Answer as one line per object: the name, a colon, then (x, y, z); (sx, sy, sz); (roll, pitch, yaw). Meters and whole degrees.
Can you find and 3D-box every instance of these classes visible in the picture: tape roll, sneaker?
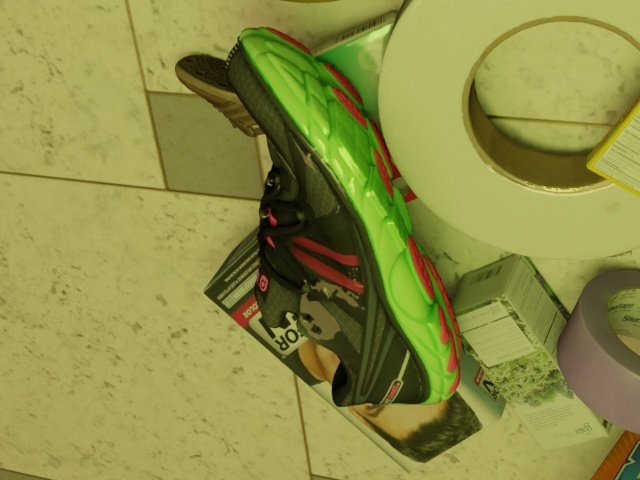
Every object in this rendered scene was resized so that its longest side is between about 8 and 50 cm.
tape roll: (0.370, 0.125, 1.273); (0.189, 0.189, 0.080); (23, 131, 9)
sneaker: (-0.095, -0.160, 1.366); (0.188, 0.066, 0.071); (24, 129, 8)
sneaker: (0.000, 0.000, 1.236); (0.202, 0.185, 0.483); (-19, 110, 13)
tape roll: (0.254, -0.150, 1.170); (0.392, 0.072, 0.392); (7, 128, 9)

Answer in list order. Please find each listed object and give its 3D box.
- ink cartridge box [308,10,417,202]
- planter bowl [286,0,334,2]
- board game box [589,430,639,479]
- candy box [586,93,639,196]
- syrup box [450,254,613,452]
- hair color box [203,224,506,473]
ink cartridge box: (0.052, -0.127, 1.299); (0.181, 0.056, 0.225); (-23, 111, 16)
planter bowl: (-0.036, -0.339, 1.169); (0.217, 0.090, 0.217); (10, 165, 3)
board game box: (0.500, 0.425, 1.247); (0.356, 0.356, 0.356); (53, 153, -16)
candy box: (0.384, -0.067, 1.137); (0.206, 0.027, 0.105); (28, 126, -8)
syrup box: (0.266, 0.142, 1.395); (0.093, 0.096, 0.237); (-26, 110, 38)
hair color box: (0.054, 0.115, 1.465); (0.374, 0.113, 0.185); (42, 130, -8)
